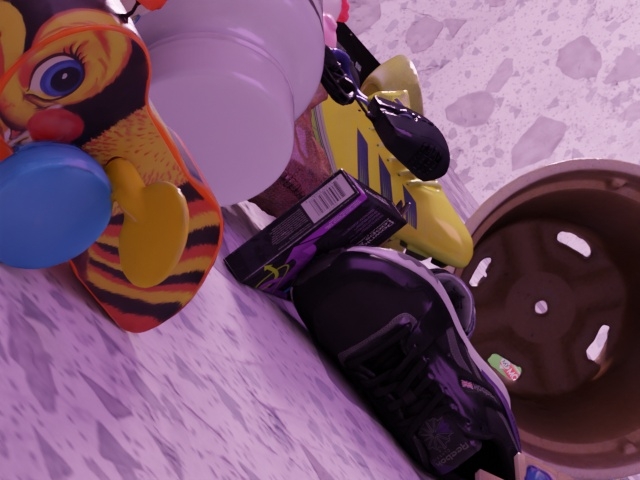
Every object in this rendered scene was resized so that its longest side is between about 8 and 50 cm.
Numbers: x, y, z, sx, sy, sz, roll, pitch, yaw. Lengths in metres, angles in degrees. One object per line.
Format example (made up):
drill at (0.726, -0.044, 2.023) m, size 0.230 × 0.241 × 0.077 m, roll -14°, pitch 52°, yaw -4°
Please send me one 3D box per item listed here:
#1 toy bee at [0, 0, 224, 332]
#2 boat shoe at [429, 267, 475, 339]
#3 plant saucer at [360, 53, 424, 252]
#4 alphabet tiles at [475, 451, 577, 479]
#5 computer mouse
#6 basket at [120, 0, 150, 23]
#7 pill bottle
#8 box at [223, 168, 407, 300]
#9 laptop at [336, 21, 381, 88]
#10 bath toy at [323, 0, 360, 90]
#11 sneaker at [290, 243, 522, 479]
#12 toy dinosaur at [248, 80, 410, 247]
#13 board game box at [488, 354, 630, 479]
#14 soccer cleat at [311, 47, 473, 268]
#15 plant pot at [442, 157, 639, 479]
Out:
toy bee at (-0.119, -0.062, 0.879) m, size 0.195 × 0.162 × 0.298 m, roll 55°, pitch 9°, yaw 19°
boat shoe at (0.098, 0.074, 1.635) m, size 0.108 × 0.102 × 0.301 m, roll 51°, pitch 8°, yaw 4°
plant saucer at (0.068, -0.094, 2.005) m, size 0.037 × 0.241 × 0.241 m, roll 2°, pitch 26°, yaw -14°
alphabet tiles at (0.222, 0.268, 1.369) m, size 0.237 × 0.009 × 0.198 m, roll 26°, pitch 35°, yaw -17°
computer mouse at (0.051, -0.124, 1.557) m, size 0.242 × 0.041 × 0.071 m, roll 38°, pitch 24°, yaw -49°
basket at (-0.200, -0.262, 1.179) m, size 0.255 × 0.201 × 0.289 m, roll 44°, pitch 19°, yaw -40°
pill bottle at (-0.086, -0.179, 1.341) m, size 0.176 × 0.176 × 0.318 m, roll 45°, pitch 29°, yaw -35°
box at (0.000, 0.000, 1.391) m, size 0.029 × 0.116 × 0.162 m, roll 55°, pitch 9°, yaw 15°
laptop at (-0.093, -0.234, 2.279) m, size 0.382 × 0.236 × 0.408 m, roll 45°, pitch 38°, yaw -31°
bath toy at (-0.007, -0.192, 1.991) m, size 0.129 × 0.151 × 0.348 m, roll 14°, pitch 38°, yaw -24°
sneaker at (0.087, 0.116, 1.410) m, size 0.283 × 0.107 × 0.124 m, roll 44°, pitch 16°, yaw -36°
toy dinosaur at (-0.026, -0.054, 1.505) m, size 0.200 × 0.127 × 0.296 m, roll 61°, pitch 17°, yaw 22°
board game box at (0.299, 0.226, 2.242) m, size 0.213 × 0.046 × 0.317 m, roll 41°, pitch 12°, yaw -52°
soccer cleat at (0.060, -0.084, 1.694) m, size 0.289 × 0.121 × 0.093 m, roll 47°, pitch 12°, yaw 36°
plant pot at (0.270, 0.080, 1.950) m, size 0.334 × 0.334 × 0.305 m, roll 50°, pitch -3°, yaw -3°
